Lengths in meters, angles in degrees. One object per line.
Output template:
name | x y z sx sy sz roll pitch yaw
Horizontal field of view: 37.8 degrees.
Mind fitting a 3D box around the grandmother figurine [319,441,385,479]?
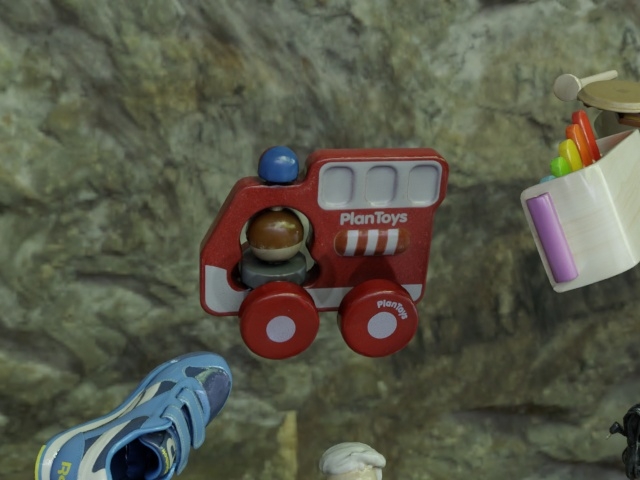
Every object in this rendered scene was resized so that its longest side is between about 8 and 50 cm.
grandmother figurine | 0.059 0.392 1.178 0.104 0.342 0.207 -20 -52 5

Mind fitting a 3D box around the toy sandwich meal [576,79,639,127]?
toy sandwich meal | 0.274 -0.122 0.848 0.086 0.085 0.029 -3 -63 -5

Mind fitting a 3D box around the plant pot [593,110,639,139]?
plant pot | 0.578 -0.086 1.423 0.257 0.274 0.256 -10 -15 -3

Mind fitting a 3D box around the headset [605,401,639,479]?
headset | 0.445 0.371 1.173 0.244 0.394 0.185 -1 -70 4

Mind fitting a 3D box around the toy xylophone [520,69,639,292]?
toy xylophone | 0.315 -0.073 1.065 0.081 0.236 0.323 -18 -2 32

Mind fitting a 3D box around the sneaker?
sneaker | -0.096 0.116 0.558 0.059 0.144 0.053 3 -64 40

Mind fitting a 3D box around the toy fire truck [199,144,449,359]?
toy fire truck | 0.000 0.000 1.175 0.302 0.169 0.253 0 -65 -10
